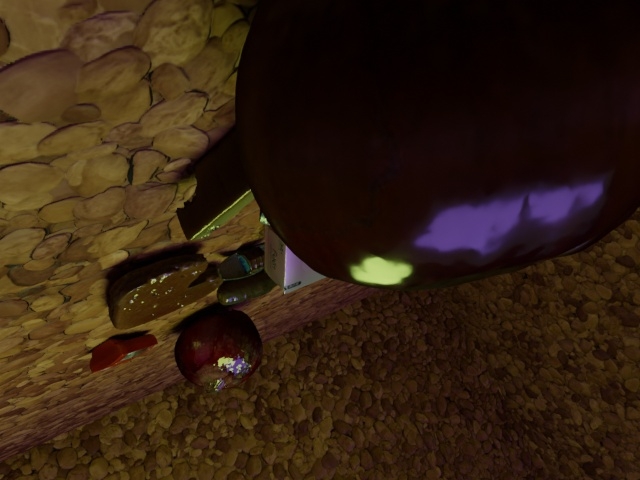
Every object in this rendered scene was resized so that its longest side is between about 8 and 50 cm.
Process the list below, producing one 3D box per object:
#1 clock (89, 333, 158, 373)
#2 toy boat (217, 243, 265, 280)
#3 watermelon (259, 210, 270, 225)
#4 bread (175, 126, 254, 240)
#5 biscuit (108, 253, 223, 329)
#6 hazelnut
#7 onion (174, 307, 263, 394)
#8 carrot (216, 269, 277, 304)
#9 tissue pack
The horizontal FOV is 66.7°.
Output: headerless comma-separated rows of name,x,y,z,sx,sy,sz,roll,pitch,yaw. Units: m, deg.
clock,-0.536,0.298,1.326,0.113,0.061,0.155,-32,169,15
toy boat,-0.171,0.051,1.111,0.066,0.065,0.172,-22,-179,43
watermelon,0.061,-0.102,0.747,0.318,0.226,0.148,-24,-160,11
bread,-0.116,-0.093,0.669,0.226,0.088,0.049,-34,167,25
biscuit,-0.314,0.090,1.021,0.262,0.052,0.277,-25,166,-30
hazelnut,0.124,-0.124,0.461,0.409,0.359,0.359,-19,166,-2
onion,-0.312,0.342,1.504,0.276,0.276,0.276,-26,166,-7
carrot,-0.137,0.107,1.384,0.342,0.070,0.070,-20,164,-35
tissue pack,0.000,0.000,1.089,0.246,0.092,0.149,-20,131,-30
